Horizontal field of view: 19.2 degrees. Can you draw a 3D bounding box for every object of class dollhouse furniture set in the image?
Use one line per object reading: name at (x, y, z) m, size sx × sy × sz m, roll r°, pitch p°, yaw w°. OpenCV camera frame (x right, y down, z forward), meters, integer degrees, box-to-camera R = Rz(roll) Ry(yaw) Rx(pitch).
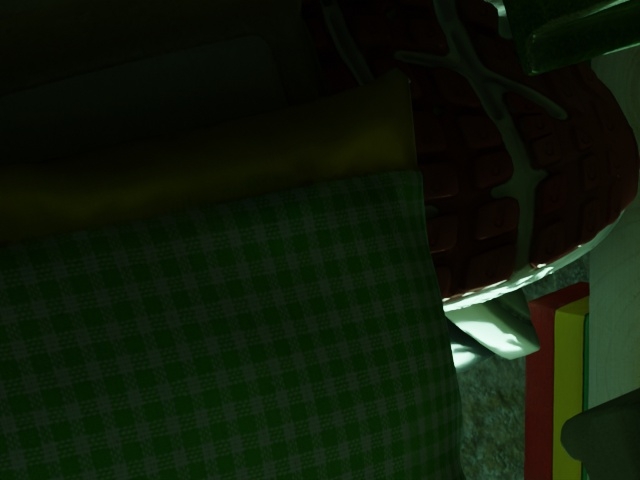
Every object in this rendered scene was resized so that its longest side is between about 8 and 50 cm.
dollhouse furniture set at (0.046, 0.024, 0.336) m, size 0.301 × 0.197 × 0.151 m, roll -18°, pitch -178°, yaw -28°

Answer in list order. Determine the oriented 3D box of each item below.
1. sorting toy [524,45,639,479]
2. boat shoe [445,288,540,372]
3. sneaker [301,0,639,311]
sorting toy at (0.171, -0.007, 0.835) m, size 0.089 × 0.255 × 0.257 m, roll 11°, pitch -161°, yaw 40°
boat shoe at (-0.002, -0.004, 0.681) m, size 0.113 × 0.127 × 0.340 m, roll -29°, pitch -171°, yaw 5°
sneaker at (-0.029, -0.007, 0.492) m, size 0.225 × 0.088 × 0.093 m, roll -9°, pitch 164°, yaw 18°
